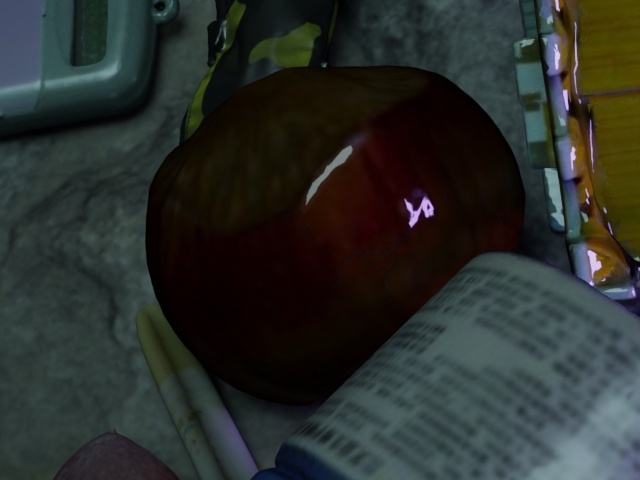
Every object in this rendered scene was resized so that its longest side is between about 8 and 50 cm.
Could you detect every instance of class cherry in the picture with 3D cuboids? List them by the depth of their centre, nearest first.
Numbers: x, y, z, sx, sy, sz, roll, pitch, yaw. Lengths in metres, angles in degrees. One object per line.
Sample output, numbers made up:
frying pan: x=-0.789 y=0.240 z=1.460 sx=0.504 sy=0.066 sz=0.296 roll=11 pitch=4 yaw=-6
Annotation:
cherry: x=-0.102 y=0.167 z=0.819 sx=0.106 sy=0.087 sz=0.126 roll=4 pitch=45 yaw=19

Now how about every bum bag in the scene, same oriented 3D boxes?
bum bag: x=-0.034 y=-0.122 z=0.969 sx=0.106 sy=0.060 sz=0.233 roll=-6 pitch=66 yaw=22

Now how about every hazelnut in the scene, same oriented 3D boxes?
hazelnut: x=-0.002 y=-0.008 z=0.853 sx=0.201 sy=0.160 sz=0.170 roll=-23 pitch=58 yaw=39

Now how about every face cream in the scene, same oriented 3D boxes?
face cream: x=0.086 y=0.158 z=0.678 sx=0.225 sy=0.249 sz=0.249 roll=-45 pitch=61 yaw=-10

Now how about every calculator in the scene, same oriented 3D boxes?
calculator: x=-0.208 y=-0.129 z=1.030 sx=0.246 sy=0.045 sz=0.141 roll=-8 pitch=61 yaw=10

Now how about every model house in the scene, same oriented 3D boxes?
model house: x=0.211 y=-0.085 z=0.794 sx=0.224 sy=0.215 sz=0.198 roll=-8 pitch=100 yaw=12

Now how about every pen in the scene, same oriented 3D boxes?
pen: x=-0.051 y=0.128 z=0.859 sx=0.040 sy=0.032 sz=0.233 roll=-43 pitch=56 yaw=18
